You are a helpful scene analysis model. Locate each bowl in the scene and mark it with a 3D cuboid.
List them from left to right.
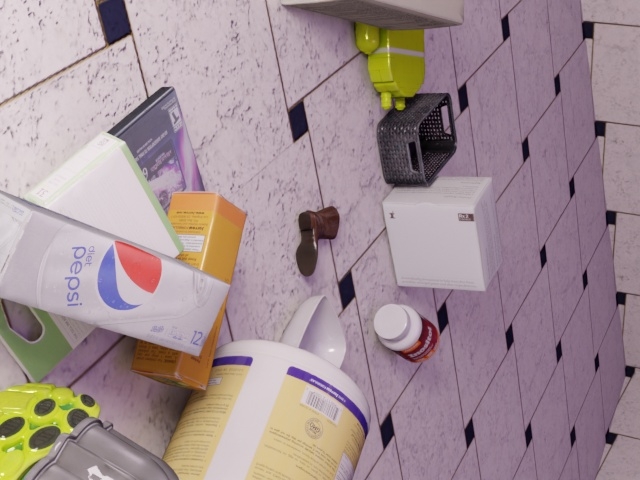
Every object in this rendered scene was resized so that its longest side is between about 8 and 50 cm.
[{"bbox_3d":[-0.017,0.169,1.747,0.142,0.053,0.142,-62,143,-40],"label":"bowl"}]

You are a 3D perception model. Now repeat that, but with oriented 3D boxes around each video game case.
[{"bbox_3d":[-0.202,-0.027,1.402,0.196,0.026,0.274,-52,136,-48],"label":"video game case"}]

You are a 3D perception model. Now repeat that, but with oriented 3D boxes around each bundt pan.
[{"bbox_3d":[-0.237,0.352,1.124,0.331,0.124,0.331,21,90,-79],"label":"bundt pan"}]

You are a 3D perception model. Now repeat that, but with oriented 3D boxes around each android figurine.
[{"bbox_3d":[0.131,-0.368,1.989,0.248,0.056,0.273,-15,105,-62],"label":"android figurine"}]

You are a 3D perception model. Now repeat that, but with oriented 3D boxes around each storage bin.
[{"bbox_3d":[0.180,-0.189,2.070,0.180,0.084,0.122,-49,133,-52],"label":"storage bin"}]

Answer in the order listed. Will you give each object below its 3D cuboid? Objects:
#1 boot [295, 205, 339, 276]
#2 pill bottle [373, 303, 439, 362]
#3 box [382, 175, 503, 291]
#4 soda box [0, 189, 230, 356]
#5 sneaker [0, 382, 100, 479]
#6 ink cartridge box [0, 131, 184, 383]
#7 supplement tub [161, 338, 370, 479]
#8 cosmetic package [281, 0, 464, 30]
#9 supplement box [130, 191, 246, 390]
[{"bbox_3d":[0.000,0.000,1.792,0.114,0.037,0.107,-11,104,-67],"label":"boot"},{"bbox_3d":[0.155,0.167,2.047,0.152,0.086,0.086,36,61,-58],"label":"pill bottle"},{"bbox_3d":[0.228,-0.015,2.070,0.119,0.180,0.182,-49,134,-50],"label":"box"},{"bbox_3d":[-0.232,0.037,1.175,0.286,0.098,0.091,25,89,-48],"label":"soda box"},{"bbox_3d":[-0.325,0.254,1.130,0.295,0.109,0.124,-57,168,-51],"label":"sneaker"},{"bbox_3d":[-0.275,0.019,1.234,0.235,0.056,0.171,-43,134,-22],"label":"ink cartridge box"},{"bbox_3d":[-0.091,0.319,1.411,0.241,0.241,0.331,62,40,-45],"label":"supplement tub"},{"bbox_3d":[0.087,-0.412,1.744,0.296,0.153,0.129,-1,93,-54],"label":"cosmetic package"},{"bbox_3d":[-0.161,0.061,1.380,0.078,0.080,0.234,39,57,-57],"label":"supplement box"}]
